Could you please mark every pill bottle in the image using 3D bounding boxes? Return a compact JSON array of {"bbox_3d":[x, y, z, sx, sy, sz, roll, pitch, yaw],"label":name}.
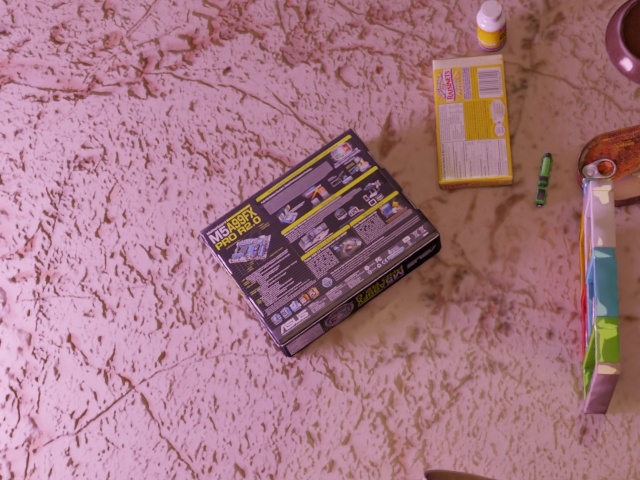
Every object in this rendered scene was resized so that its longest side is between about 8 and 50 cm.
[{"bbox_3d":[0.251,-0.317,1.693,0.043,0.083,0.043,-3,67,8],"label":"pill bottle"}]

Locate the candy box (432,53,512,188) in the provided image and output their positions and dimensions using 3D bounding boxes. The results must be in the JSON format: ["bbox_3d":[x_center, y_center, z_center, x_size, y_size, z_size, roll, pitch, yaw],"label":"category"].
[{"bbox_3d":[0.219,-0.173,1.670,0.105,0.027,0.206,-4,67,10],"label":"candy box"}]

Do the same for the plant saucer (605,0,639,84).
[{"bbox_3d":[0.501,-0.300,1.678,0.168,0.029,0.168,-4,66,8],"label":"plant saucer"}]

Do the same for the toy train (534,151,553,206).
[{"bbox_3d":[0.314,-0.087,1.620,0.017,0.024,0.083,8,70,12],"label":"toy train"}]

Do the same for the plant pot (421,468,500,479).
[{"bbox_3d":[0.226,0.399,1.316,0.284,0.284,0.191,17,90,15],"label":"plant pot"}]

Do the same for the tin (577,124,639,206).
[{"bbox_3d":[0.451,-0.107,1.601,0.189,0.040,0.106,-13,62,4],"label":"tin"}]

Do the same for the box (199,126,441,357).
[{"bbox_3d":[0.000,0.000,1.615,0.270,0.060,0.216,-35,66,-7],"label":"box"}]

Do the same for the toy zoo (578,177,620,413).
[{"bbox_3d":[0.352,0.054,1.464,0.030,0.192,0.293,0,67,8],"label":"toy zoo"}]
